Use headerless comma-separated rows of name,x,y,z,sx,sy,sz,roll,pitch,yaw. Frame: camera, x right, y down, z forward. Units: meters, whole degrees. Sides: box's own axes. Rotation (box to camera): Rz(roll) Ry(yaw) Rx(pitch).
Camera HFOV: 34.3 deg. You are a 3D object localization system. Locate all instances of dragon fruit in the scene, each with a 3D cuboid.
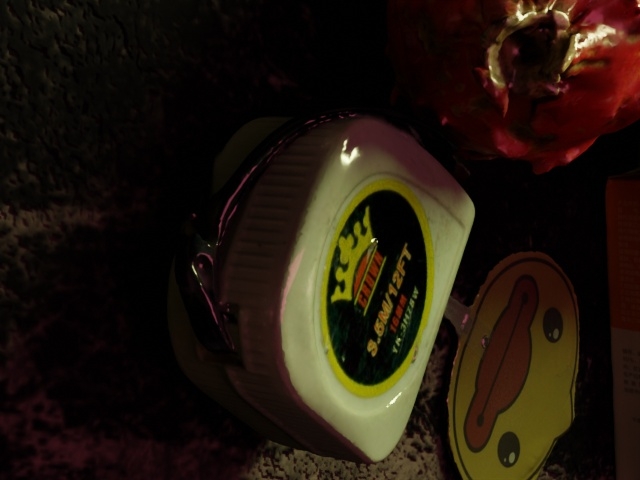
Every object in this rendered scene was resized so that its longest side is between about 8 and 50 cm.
dragon fruit,0.136,-0.148,0.682,0.268,0.210,0.205,-62,141,-68

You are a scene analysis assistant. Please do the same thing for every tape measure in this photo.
tape measure,0.000,0.000,0.649,0.207,0.115,0.235,46,57,-46

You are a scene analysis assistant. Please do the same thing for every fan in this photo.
fan,0.152,0.101,0.893,0.335,0.011,0.229,40,65,-42

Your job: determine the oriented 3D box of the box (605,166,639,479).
box,0.413,0.074,1.080,0.225,0.143,0.341,-18,108,-46
